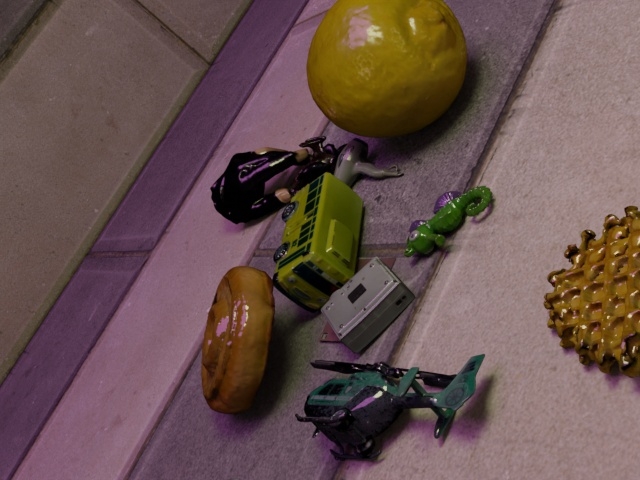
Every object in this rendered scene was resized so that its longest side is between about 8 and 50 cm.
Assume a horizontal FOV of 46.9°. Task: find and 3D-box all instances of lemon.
[{"bbox_3d":[0.134,-0.373,1.545,0.348,0.348,0.348,-36,31,26],"label":"lemon"}]

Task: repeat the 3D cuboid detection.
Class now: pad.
[{"bbox_3d":[0.070,0.111,1.399,0.113,0.006,0.187,-7,49,54],"label":"pad"}]

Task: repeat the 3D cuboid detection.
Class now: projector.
[{"bbox_3d":[0.079,0.110,1.317,0.147,0.061,0.115,-44,29,4],"label":"projector"}]

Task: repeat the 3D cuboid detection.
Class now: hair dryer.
[{"bbox_3d":[0.086,-0.123,1.629,0.167,0.067,0.199,-56,42,10],"label":"hair dryer"}]

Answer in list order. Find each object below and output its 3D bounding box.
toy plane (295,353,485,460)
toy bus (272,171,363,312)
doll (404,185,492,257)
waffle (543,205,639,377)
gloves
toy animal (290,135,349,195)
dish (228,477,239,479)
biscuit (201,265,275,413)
[{"bbox_3d":[0.087,0.243,1.128,0.382,0.106,0.155,-19,30,53],"label":"toy plane"},{"bbox_3d":[0.000,0.000,1.498,0.150,0.128,0.262,-33,32,34],"label":"toy bus"},{"bbox_3d":[0.221,-0.034,1.305,0.190,0.050,0.115,-40,26,16],"label":"doll"},{"bbox_3d":[0.390,0.057,0.949,0.228,0.051,0.231,-53,27,3],"label":"waffle"},{"bbox_3d":[-0.150,-0.154,1.914,0.301,0.152,0.197,-27,62,14],"label":"gloves"},{"bbox_3d":[-0.004,-0.153,1.746,0.218,0.116,0.179,-66,-12,-70],"label":"toy animal"},{"bbox_3d":[-0.170,0.469,1.291,0.091,0.039,0.137,-43,30,16],"label":"dish"},{"bbox_3d":[-0.173,0.191,1.446,0.296,0.102,0.296,-168,90,-70],"label":"biscuit"}]
